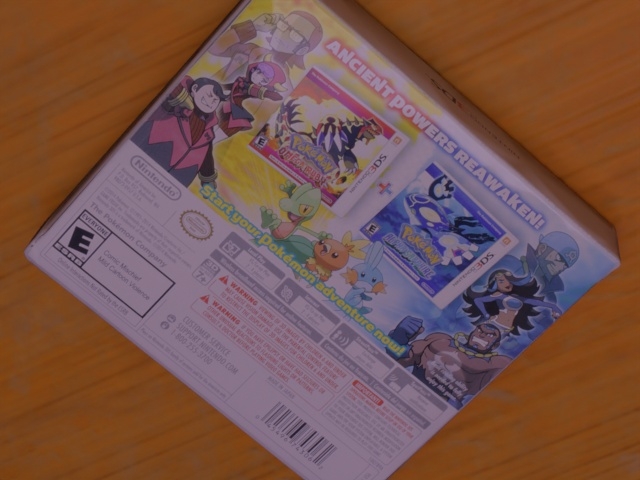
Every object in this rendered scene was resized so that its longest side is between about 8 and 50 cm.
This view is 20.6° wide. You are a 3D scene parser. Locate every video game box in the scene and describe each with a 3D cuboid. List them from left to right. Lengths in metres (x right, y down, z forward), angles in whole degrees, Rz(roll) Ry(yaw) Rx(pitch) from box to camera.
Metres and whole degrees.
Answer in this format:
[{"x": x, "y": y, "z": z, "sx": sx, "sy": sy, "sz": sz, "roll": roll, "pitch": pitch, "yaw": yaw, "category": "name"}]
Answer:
[{"x": 0.000, "y": 0.000, "z": 0.810, "sx": 0.205, "sy": 0.048, "sz": 0.187, "roll": 40, "pitch": 114, "yaw": -11, "category": "video game box"}]
